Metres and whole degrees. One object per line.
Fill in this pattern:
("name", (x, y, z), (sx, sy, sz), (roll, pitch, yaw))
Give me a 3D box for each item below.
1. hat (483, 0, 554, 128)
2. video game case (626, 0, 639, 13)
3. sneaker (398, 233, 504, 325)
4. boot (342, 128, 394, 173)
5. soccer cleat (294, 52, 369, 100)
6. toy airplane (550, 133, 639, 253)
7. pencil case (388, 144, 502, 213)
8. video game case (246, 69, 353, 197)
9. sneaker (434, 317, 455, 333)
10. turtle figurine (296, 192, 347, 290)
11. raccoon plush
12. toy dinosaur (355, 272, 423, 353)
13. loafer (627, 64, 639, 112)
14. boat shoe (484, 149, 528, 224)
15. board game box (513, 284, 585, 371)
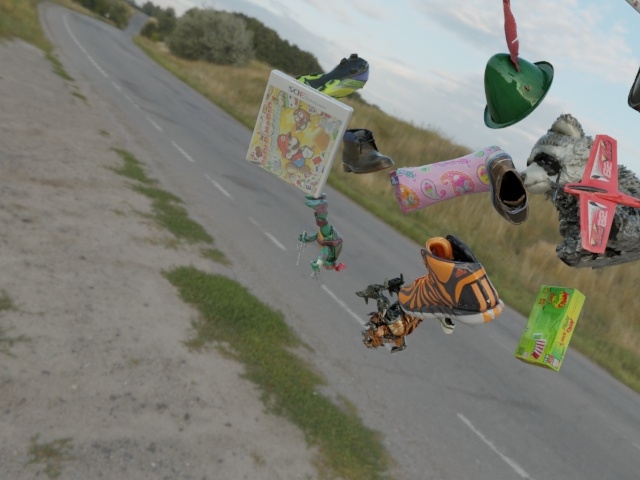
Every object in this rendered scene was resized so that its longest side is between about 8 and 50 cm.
("hat", (0.362, -0.367, 1.154), (0.183, 0.208, 0.173), (37, -36, -24))
("video game case", (0.826, -0.623, 1.438), (0.183, 0.023, 0.201), (35, 42, -11))
("sneaker", (0.263, 0.076, 1.237), (0.321, 0.124, 0.180), (-7, -71, 62))
("boot", (0.104, -0.221, 1.353), (0.082, 0.106, 0.219), (-17, 14, -21))
("soccer cleat", (0.014, -0.399, 1.488), (0.093, 0.289, 0.121), (49, -24, 26))
("toy airplane", (0.339, -0.049, 0.626), (0.151, 0.151, 0.028), (32, -13, 20))
("pencil case", (0.321, -0.155, 1.399), (0.284, 0.124, 0.124), (-13, 10, 7))
("video game case", (-0.055, -0.239, 1.262), (0.206, 0.227, 0.026), (30, 31, 14))
("sneaker", (0.311, 0.194, 1.396), (0.032, 0.037, 0.083), (-12, 50, -31))
("turtle figurine", (0.000, 0.000, 1.463), (0.118, 0.234, 0.175), (-10, 19, -17))
("raccoon plush", (0.649, -0.107, 1.196), (0.446, 0.299, 0.216), (3, -22, -17))
("toy dinosaur", (0.239, 0.230, 1.739), (0.164, 0.322, 0.218), (7, 57, -61))
("loafer", (0.343, -0.209, 0.545), (0.061, 0.170, 0.062), (10, 28, -8))
("boat shoe", (0.362, -0.086, 1.065), (0.183, 0.066, 0.066), (51, 19, -37))
("board game box", (0.512, 0.193, 1.241), (0.043, 0.181, 0.092), (33, -14, -26))
